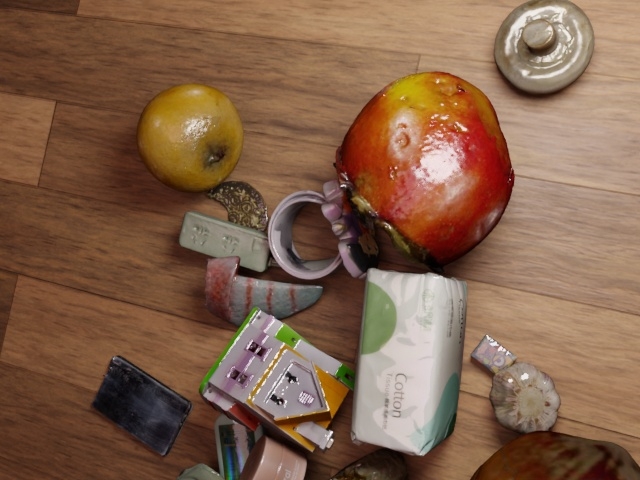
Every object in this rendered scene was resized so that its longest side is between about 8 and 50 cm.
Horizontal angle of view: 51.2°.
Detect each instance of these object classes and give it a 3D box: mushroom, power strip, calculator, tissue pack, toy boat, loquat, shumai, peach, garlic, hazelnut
[{"bbox_3d":[0.468,-0.418,1.409,0.207,0.215,0.208,1,92,22],"label":"mushroom"},{"bbox_3d":[-0.205,0.009,1.639,0.287,0.053,0.093,17,98,10],"label":"power strip"},{"bbox_3d":[-0.464,0.423,1.721,0.261,0.021,0.161,29,94,18],"label":"calculator"},{"bbox_3d":[0.193,0.245,1.407,0.193,0.266,0.357,5,87,23],"label":"tissue pack"},{"bbox_3d":[-0.134,0.132,1.603,0.282,0.096,0.206,5,121,4],"label":"toy boat"},{"bbox_3d":[-0.311,-0.247,1.610,0.262,0.263,0.263,-2,85,17],"label":"loquat"},{"bbox_3d":[0.088,0.639,1.431,0.346,0.217,0.283,-35,76,8],"label":"shumai"},{"bbox_3d":[0.209,-0.139,1.365,0.353,0.339,0.417,-14,51,51],"label":"peach"},{"bbox_3d":[0.429,0.336,1.415,0.147,0.102,0.159,-39,87,-4],"label":"garlic"},{"bbox_3d":[0.380,0.255,1.469,0.083,0.035,0.063,37,96,16],"label":"tissue pack"},{"bbox_3d":[0.456,0.579,1.235,0.429,0.402,0.402,32,95,29],"label":"hazelnut"}]

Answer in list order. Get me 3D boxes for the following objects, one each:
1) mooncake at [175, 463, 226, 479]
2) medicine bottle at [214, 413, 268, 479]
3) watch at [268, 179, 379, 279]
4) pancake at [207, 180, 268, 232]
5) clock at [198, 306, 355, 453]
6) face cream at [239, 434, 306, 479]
[{"bbox_3d":[-0.258,0.654,1.536,0.250,0.136,0.255,32,124,13],"label":"mooncake"},{"bbox_3d":[-0.188,0.469,1.600,0.121,0.083,0.229,-10,82,12],"label":"medicine bottle"},{"bbox_3d":[0.000,0.000,1.535,0.231,0.196,0.244,-24,82,21],"label":"watch"},{"bbox_3d":[-0.215,-0.056,1.688,0.184,0.020,0.191,11,88,17],"label":"pancake"},{"bbox_3d":[-0.078,0.338,1.510,0.309,0.166,0.235,27,65,18],"label":"clock"},{"bbox_3d":[-0.109,0.522,1.483,0.104,0.149,0.149,27,94,-9],"label":"face cream"}]
